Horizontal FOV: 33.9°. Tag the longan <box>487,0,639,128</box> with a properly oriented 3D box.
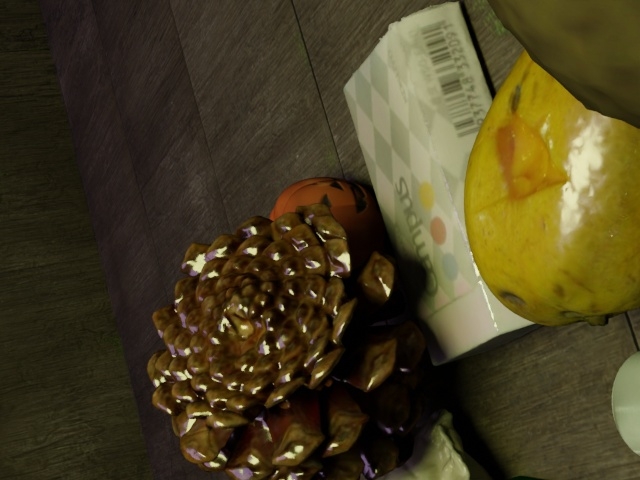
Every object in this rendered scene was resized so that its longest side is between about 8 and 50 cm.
[{"bbox_3d":[0.266,-0.256,0.648,0.391,0.391,0.391,32,127,57],"label":"longan"}]

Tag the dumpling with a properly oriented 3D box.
[{"bbox_3d":[0.158,0.328,1.333,0.193,0.147,0.258,107,160,-45],"label":"dumpling"}]

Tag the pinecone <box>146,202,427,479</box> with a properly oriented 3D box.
[{"bbox_3d":[-0.014,0.166,1.340,0.384,0.384,0.385,32,127,57],"label":"pinecone"}]

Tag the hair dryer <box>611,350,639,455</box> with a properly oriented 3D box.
[{"bbox_3d":[0.377,0.267,0.917,0.173,0.107,0.357,-18,83,64],"label":"hair dryer"}]

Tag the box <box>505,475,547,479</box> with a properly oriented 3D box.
[{"bbox_3d":[0.284,0.401,1.233,0.132,0.034,0.235,-12,88,64],"label":"box"}]

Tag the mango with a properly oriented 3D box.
[{"bbox_3d":[0.260,-0.087,0.974,0.253,0.182,0.365,47,128,52],"label":"mango"}]

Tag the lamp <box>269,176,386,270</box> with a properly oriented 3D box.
[{"bbox_3d":[0.000,0.000,1.521,0.187,0.163,0.188,174,90,-66],"label":"lamp"}]

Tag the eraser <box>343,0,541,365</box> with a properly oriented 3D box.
[{"bbox_3d":[0.152,-0.064,1.281,0.213,0.082,0.397,-45,59,61],"label":"eraser"}]
